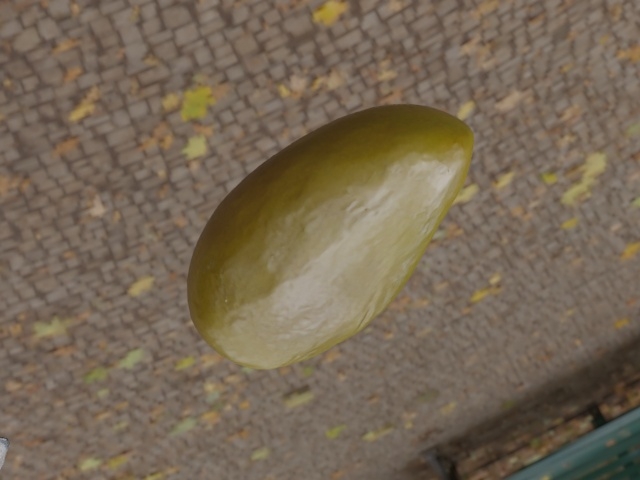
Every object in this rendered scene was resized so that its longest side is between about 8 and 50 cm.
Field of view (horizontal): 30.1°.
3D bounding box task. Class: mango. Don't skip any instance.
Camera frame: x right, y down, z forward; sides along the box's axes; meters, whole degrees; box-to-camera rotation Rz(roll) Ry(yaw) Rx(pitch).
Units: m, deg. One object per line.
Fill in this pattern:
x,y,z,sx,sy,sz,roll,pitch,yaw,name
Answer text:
-0.008,0.001,1.077,0.195,0.142,0.331,4,139,-29,mango

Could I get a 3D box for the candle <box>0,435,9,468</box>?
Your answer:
-0.424,0.260,1.253,0.192,0.068,0.168,-26,146,-27,candle
